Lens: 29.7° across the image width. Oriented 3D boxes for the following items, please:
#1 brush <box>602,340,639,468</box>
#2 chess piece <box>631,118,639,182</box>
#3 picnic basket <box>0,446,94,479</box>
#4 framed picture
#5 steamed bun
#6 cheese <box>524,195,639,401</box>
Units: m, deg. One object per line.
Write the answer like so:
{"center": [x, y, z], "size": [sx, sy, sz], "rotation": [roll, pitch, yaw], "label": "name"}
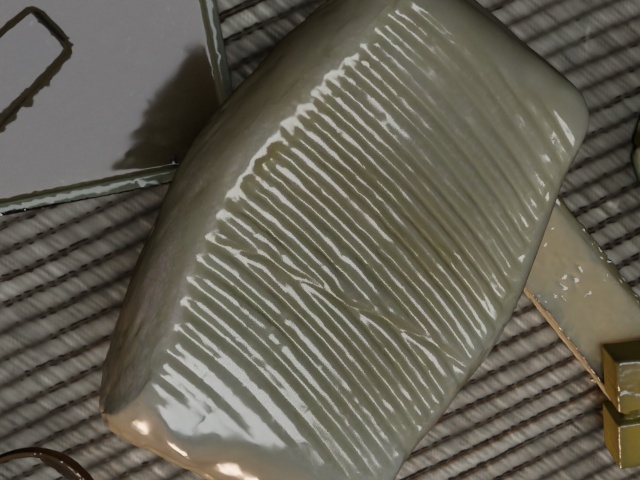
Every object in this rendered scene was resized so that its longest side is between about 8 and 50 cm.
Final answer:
{"center": [0.365, 0.128, 1.054], "size": [0.233, 0.047, 0.103], "rotation": [-8, 109, -3], "label": "brush"}
{"center": [0.358, -0.051, 0.926], "size": [0.195, 0.299, 0.194], "rotation": [-3, 103, -12], "label": "chess piece"}
{"center": [-0.249, 0.239, 0.952], "size": [0.178, 0.138, 0.128], "rotation": [-39, 97, 4], "label": "picnic basket"}
{"center": [-0.241, -0.141, 0.927], "size": [0.335, 0.022, 0.247], "rotation": [-13, 106, -9], "label": "framed picture"}
{"center": [0.000, -0.004, 0.898], "size": [0.247, 0.236, 0.383], "rotation": [31, 85, -21], "label": "steamed bun"}
{"center": [0.245, 0.066, 1.070], "size": [0.085, 0.034, 0.400], "rotation": [-42, 108, -2], "label": "cheese"}
